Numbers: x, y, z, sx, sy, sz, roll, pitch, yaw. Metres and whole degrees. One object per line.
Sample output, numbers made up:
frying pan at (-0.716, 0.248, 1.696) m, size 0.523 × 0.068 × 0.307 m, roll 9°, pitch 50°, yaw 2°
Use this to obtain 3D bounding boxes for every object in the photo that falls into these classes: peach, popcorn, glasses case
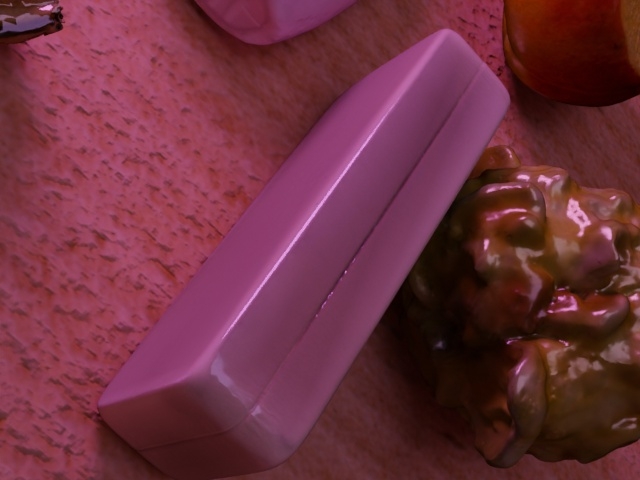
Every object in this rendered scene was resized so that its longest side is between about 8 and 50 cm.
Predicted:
peach at (0.255, -0.210, 0.857) m, size 0.190 × 0.193 × 0.190 m, roll -5°, pitch 90°, yaw -79°
popcorn at (0.153, 0.046, 0.708) m, size 0.217 × 0.181 × 0.235 m, roll -24°, pitch 90°, yaw -39°
glasses case at (0.000, 0.000, 0.636) m, size 0.076 × 0.144 × 0.336 m, roll 46°, pitch 55°, yaw -15°

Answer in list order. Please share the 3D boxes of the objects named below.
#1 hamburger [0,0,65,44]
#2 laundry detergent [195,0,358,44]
hamburger at (-0.250, -0.220, 0.552) m, size 0.131 × 0.124 × 0.262 m, roll -35°, pitch 93°, yaw -20°
laundry detergent at (0.018, -0.283, 0.780) m, size 0.159 × 0.088 × 0.335 m, roll 52°, pitch 51°, yaw -10°
